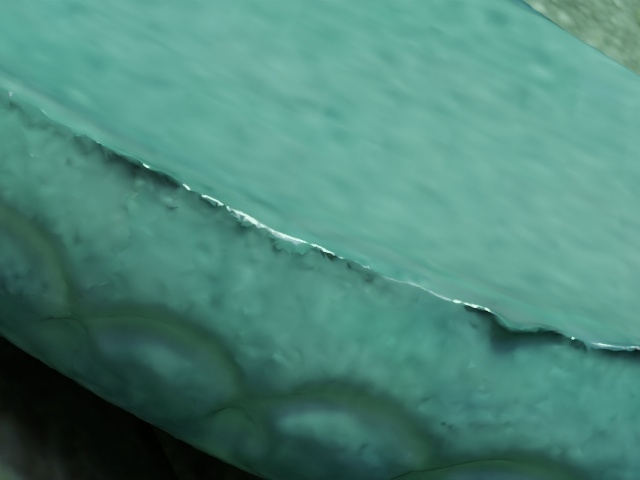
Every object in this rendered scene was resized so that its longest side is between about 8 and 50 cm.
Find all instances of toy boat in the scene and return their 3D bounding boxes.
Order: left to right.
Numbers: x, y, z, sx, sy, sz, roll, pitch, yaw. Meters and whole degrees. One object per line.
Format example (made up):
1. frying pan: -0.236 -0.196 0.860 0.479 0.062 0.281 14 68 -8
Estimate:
1. toy boat: 0.000 0.000 0.534 0.330 0.123 0.215 22 30 -8
